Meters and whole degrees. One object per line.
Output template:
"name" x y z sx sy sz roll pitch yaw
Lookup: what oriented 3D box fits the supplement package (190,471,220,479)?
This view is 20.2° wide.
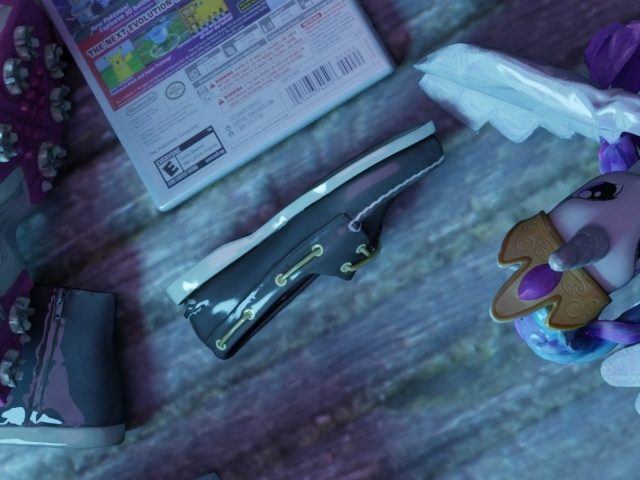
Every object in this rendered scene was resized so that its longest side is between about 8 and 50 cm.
"supplement package" -0.155 0.280 1.231 0.203 0.194 0.149 -27 86 14

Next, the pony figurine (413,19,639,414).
"pony figurine" 0.224 -0.060 1.064 0.363 0.351 0.303 -39 87 -5

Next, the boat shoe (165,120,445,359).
"boat shoe" 0.000 0.000 1.234 0.228 0.081 0.069 -34 88 21

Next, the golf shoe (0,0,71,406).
"golf shoe" -0.263 -0.031 1.254 0.140 0.115 0.306 2 70 21

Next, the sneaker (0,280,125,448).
"sneaker" -0.249 0.088 1.310 0.222 0.083 0.118 1 89 5

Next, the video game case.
"video game case" -0.075 -0.148 1.271 0.201 0.023 0.183 -31 86 16
